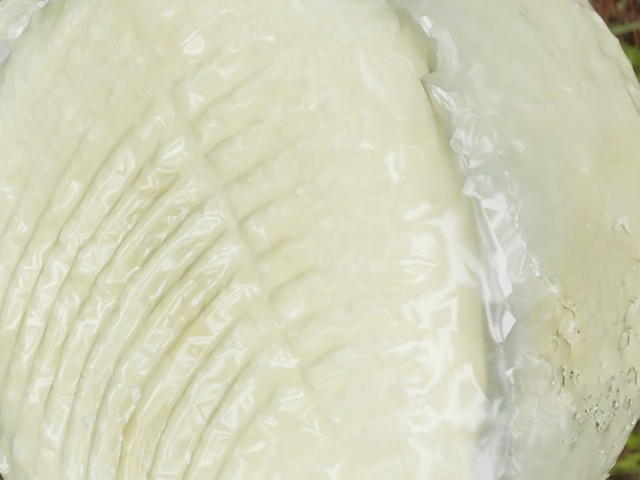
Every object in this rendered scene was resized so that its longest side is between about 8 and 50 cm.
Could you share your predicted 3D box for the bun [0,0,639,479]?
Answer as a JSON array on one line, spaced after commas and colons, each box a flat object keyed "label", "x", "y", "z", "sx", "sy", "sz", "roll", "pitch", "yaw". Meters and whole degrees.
[{"label": "bun", "x": 0.000, "y": 0.000, "z": 0.596, "sx": 0.259, "sy": 0.152, "sz": 0.259, "roll": 5, "pitch": 98, "yaw": 40}]
